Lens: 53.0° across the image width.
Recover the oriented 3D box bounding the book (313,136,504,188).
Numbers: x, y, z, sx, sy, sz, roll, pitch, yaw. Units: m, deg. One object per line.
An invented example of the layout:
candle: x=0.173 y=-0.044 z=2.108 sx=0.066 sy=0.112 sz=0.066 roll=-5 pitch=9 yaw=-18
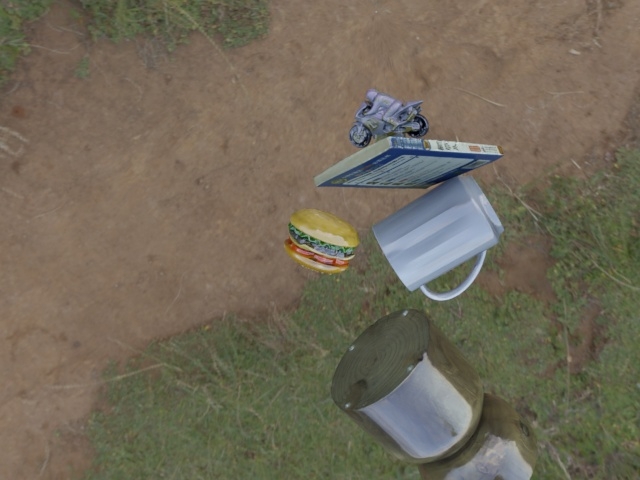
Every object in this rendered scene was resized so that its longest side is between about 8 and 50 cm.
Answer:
book: x=0.234 y=-0.194 z=1.682 sx=0.300 sy=0.427 sz=0.039 roll=-21 pitch=75 yaw=50

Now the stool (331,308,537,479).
stool: x=0.165 y=0.249 z=0.931 sx=0.179 sy=0.179 sz=0.264 roll=-39 pitch=109 yaw=16

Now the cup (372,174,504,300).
cup: x=0.372 y=0.006 z=1.906 sx=0.326 sy=0.237 sz=0.323 roll=-31 pitch=102 yaw=11

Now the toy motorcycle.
toy motorcycle: x=0.172 y=-0.332 z=1.708 sx=0.224 sy=0.073 sz=0.153 roll=-6 pitch=107 yaw=25

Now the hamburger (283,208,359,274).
hamburger: x=0.000 y=0.000 z=1.347 sx=0.161 sy=0.162 sz=0.115 roll=21 pitch=105 yaw=-3
